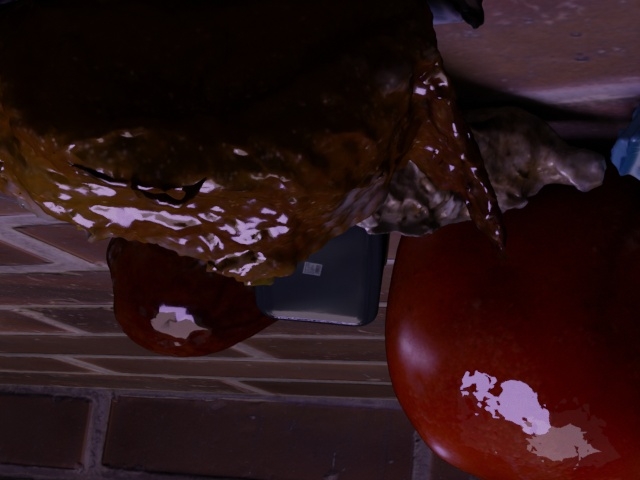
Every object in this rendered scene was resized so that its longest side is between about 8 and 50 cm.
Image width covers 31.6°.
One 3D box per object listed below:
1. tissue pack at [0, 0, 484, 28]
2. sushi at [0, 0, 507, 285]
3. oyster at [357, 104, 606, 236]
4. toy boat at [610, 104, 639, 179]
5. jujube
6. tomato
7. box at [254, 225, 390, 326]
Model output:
[{"bbox_3d":[-0.117,-0.185,0.643,0.361,0.122,0.259,-5,164,28],"label":"tissue pack"},{"bbox_3d":[-0.054,-0.063,0.590,0.296,0.167,0.179,-7,157,-8],"label":"sushi"},{"bbox_3d":[0.036,-0.087,0.947,0.396,0.111,0.204,0,-158,-32],"label":"oyster"},{"bbox_3d":[0.287,-0.091,0.886,0.098,0.109,0.238,38,172,16],"label":"toy boat"},{"bbox_3d":[-0.123,0.036,1.335,0.255,0.190,0.190,-14,165,-4],"label":"jujube"},{"bbox_3d":[0.220,0.077,1.088,0.293,0.325,0.290,11,156,29],"label":"tomato"},{"bbox_3d":[0.000,0.000,1.178,0.144,0.090,0.201,5,139,3],"label":"box"}]
